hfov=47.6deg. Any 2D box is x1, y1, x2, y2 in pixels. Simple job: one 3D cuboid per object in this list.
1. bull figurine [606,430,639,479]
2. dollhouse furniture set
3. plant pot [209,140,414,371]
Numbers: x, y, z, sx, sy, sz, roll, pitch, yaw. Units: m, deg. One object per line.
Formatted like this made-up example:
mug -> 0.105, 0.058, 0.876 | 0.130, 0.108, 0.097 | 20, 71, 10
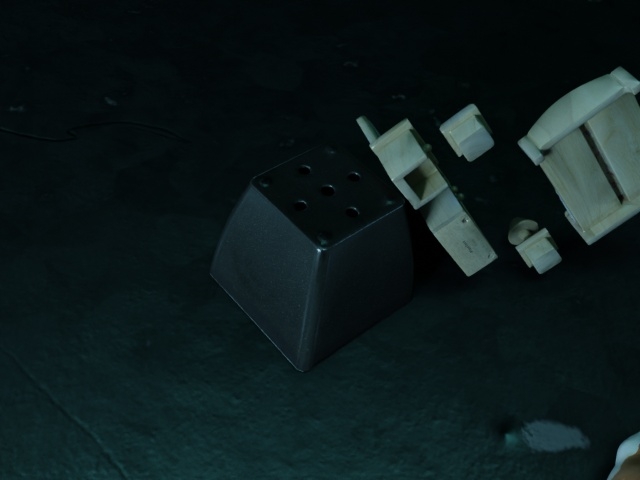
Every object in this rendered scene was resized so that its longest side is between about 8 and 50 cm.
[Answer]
bull figurine -> 0.324, 0.287, 0.680 | 0.310, 0.101, 0.188 | -30, 61, -31
dollhouse furniture set -> 0.266, -0.144, 0.886 | 0.355, 0.303, 0.174 | -36, 43, 12
plant pot -> 0.000, 0.000, 0.843 | 0.188, 0.167, 0.187 | -29, 59, -31
